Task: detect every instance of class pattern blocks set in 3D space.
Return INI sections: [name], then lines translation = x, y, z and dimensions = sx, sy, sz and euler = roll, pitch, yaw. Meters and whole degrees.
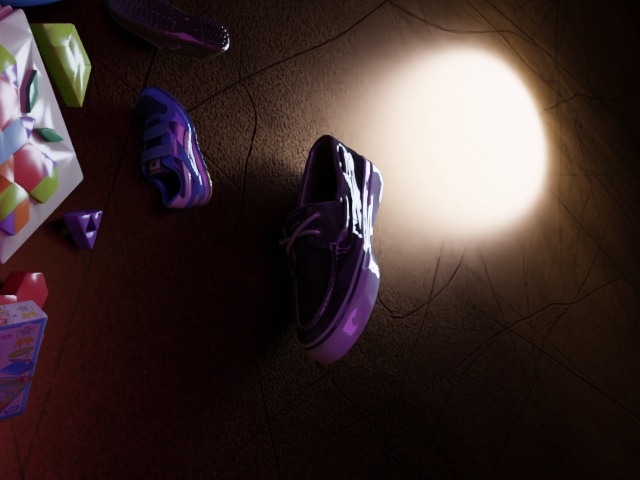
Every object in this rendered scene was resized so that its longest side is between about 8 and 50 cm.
[pattern blocks set]
translation = -0.262, -0.082, 0.603
dimensions = 0.325, 0.026, 0.286
euler = 73, 27, -51

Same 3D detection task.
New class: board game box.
[board game box]
translation = -0.294, 0.106, 0.566
dimensions = 0.154, 0.026, 0.104
euler = -8, 127, -51

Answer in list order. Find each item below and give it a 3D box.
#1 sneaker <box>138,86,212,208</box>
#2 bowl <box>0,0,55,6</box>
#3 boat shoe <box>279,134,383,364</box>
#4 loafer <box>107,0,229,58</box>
[sneaker]
translation = -0.171, -0.101, 0.822
dimensions = 0.059, 0.053, 0.144
euler = -28, 97, -49
[bowl]
translation = -0.275, -0.414, 0.666
dimensions = 0.391, 0.077, 0.391
euler = -32, 128, -53
[boat shoe]
translation = 0.000, 0.000, 0.956
dimensions = 0.119, 0.121, 0.335
euler = 35, 40, -27
[loafer]
translation = -0.181, -0.246, 0.869
dimensions = 0.148, 0.050, 0.056
euler = 18, 58, -28
